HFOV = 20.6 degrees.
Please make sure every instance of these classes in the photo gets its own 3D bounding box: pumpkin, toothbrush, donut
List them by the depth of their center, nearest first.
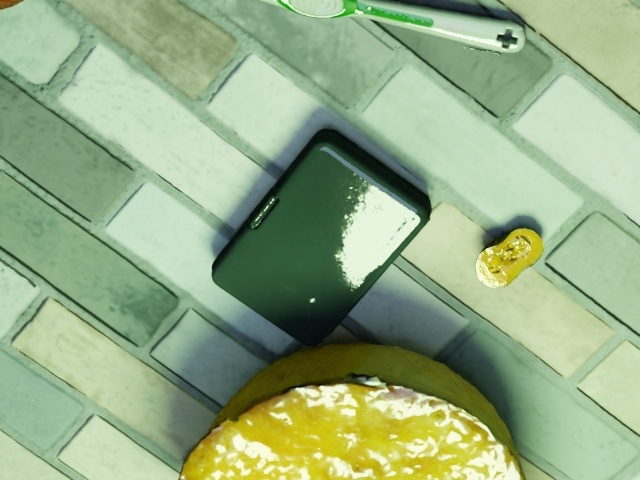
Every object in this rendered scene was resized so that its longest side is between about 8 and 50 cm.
[{"bbox_3d":[0.007,-0.247,1.820,0.418,0.040,0.042,12,116,2],"label":"toothbrush"},{"bbox_3d":[0.208,0.016,1.935,0.083,0.028,0.050,-32,107,13],"label":"pumpkin"},{"bbox_3d":[0.068,0.294,2.024,0.435,0.163,0.377,39,115,-13],"label":"donut"}]

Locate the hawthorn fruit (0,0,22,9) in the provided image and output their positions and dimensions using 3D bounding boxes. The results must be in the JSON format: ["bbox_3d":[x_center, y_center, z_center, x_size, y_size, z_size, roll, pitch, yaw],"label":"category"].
[{"bbox_3d":[-0.369,-0.342,1.739,0.253,0.205,0.205,32,117,-7],"label":"hawthorn fruit"}]

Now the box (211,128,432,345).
[{"bbox_3d":[0.000,0.000,1.944,0.160,0.050,0.230,35,117,-11],"label":"box"}]
